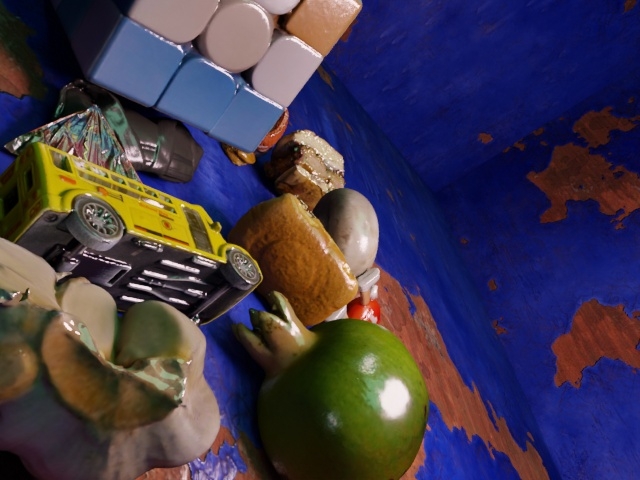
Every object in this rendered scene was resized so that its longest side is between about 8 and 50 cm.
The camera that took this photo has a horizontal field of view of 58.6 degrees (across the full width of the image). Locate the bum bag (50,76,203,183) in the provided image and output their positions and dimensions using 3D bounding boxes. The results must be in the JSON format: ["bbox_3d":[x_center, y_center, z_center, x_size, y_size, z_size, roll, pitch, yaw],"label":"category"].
[{"bbox_3d":[-0.297,-0.170,0.923,0.326,0.080,0.142,4,67,-64],"label":"bum bag"}]

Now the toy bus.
[{"bbox_3d":[-0.230,0.011,0.713,0.330,0.144,0.152,25,33,-52],"label":"toy bus"}]

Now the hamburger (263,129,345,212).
[{"bbox_3d":[-0.023,-0.146,1.415,0.282,0.246,0.155,110,-10,-63],"label":"hamburger"}]

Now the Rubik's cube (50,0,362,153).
[{"bbox_3d":[-0.208,-0.418,0.980,0.344,0.347,0.346,18,27,-48],"label":"Rubik's cube"}]

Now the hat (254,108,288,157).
[{"bbox_3d":[-0.132,-0.246,1.343,0.094,0.112,0.162,29,-24,4],"label":"hat"}]

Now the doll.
[{"bbox_3d":[0.070,0.168,1.172,0.085,0.183,0.217,32,-29,23],"label":"doll"}]

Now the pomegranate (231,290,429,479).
[{"bbox_3d":[0.032,0.220,0.895,0.358,0.216,0.309,53,23,-8],"label":"pomegranate"}]

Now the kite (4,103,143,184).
[{"bbox_3d":[-0.316,-0.106,0.794,0.232,0.009,0.189,21,60,-45],"label":"kite"}]

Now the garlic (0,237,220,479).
[{"bbox_3d":[-0.225,0.122,0.529,0.281,0.184,0.203,27,4,-25],"label":"garlic"}]

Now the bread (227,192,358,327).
[{"bbox_3d":[-0.048,0.035,1.053,0.245,0.174,0.121,56,23,-6],"label":"bread"}]

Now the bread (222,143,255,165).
[{"bbox_3d":[-0.184,-0.206,1.293,0.081,0.046,0.083,37,26,-48],"label":"bread"}]

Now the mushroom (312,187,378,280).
[{"bbox_3d":[0.000,0.000,1.199,0.243,0.244,0.243,47,22,-26],"label":"mushroom"}]
